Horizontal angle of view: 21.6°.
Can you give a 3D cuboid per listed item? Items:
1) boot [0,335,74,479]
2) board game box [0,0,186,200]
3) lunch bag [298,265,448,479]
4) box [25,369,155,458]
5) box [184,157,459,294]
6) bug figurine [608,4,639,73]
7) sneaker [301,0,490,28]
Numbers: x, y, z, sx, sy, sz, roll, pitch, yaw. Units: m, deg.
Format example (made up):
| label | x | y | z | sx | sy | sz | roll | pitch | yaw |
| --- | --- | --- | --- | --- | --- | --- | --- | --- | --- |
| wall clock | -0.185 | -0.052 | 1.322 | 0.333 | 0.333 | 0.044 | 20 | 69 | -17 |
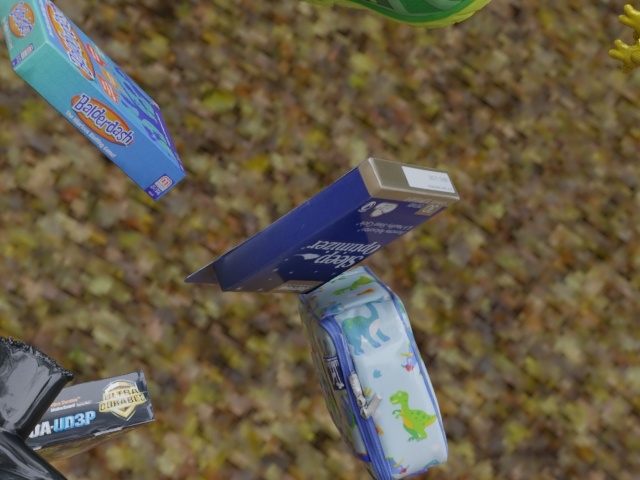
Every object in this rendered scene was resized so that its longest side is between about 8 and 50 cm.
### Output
| label | x | y | z | sx | sy | sz | roll | pitch | yaw |
| --- | --- | --- | --- | --- | --- | --- | --- | --- | --- |
| boot | -0.187 | 0.118 | 1.053 | 0.121 | 0.045 | 0.099 | 17 | 54 | 16 |
| board game box | -0.233 | -0.153 | 1.700 | 0.210 | 0.047 | 0.160 | 44 | 11 | -34 |
| lunch bag | 0.047 | 0.128 | 1.586 | 0.219 | 0.090 | 0.176 | -132 | -157 | -75 |
| box | -0.277 | 0.180 | 1.546 | 0.175 | 0.220 | 0.051 | -10 | 80 | -32 |
| box | 0.000 | 0.000 | 1.502 | 0.136 | 0.225 | 0.037 | 4 | 59 | -56 |
| bug figurine | 0.258 | -0.139 | 0.810 | 0.279 | 0.216 | 0.072 | 24 | 15 | 22 |
| sneaker | 0.050 | -0.266 | 1.516 | 0.295 | 0.109 | 0.123 | 9 | -24 | 37 |
